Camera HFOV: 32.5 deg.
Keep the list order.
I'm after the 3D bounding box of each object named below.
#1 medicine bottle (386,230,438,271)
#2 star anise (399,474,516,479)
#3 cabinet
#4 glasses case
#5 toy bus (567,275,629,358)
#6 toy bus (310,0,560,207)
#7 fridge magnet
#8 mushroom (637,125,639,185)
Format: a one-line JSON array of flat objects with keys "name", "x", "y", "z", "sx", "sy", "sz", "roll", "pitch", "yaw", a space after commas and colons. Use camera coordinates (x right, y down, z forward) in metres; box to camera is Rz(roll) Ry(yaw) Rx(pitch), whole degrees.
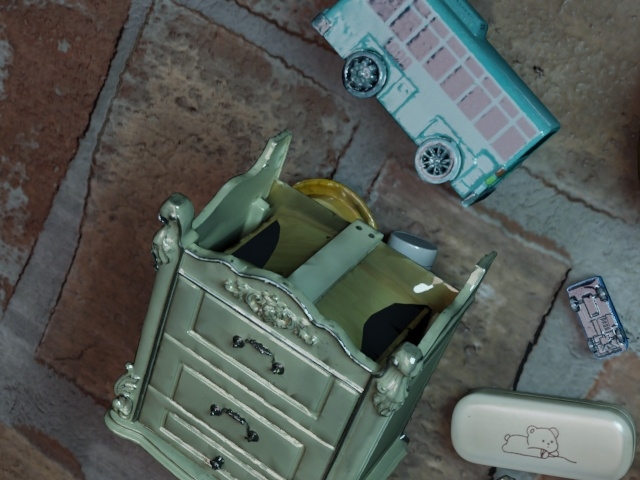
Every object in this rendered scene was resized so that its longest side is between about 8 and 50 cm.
[{"name": "medicine bottle", "x": 0.090, "y": 0.041, "z": 1.226, "sx": 0.058, "sy": 0.058, "sz": 0.091, "roll": 23, "pitch": 104, "yaw": 17}, {"name": "star anise", "x": 0.139, "y": 0.360, "z": 1.229, "sx": 0.209, "sy": 0.089, "sz": 0.231, "roll": 8, "pitch": 111, "yaw": 12}, {"name": "cabinet", "x": -0.026, "y": 0.108, "z": 1.133, "sx": 0.290, "sy": 0.227, "sz": 0.318, "roll": 33, "pitch": 129, "yaw": 14}, {"name": "glasses case", "x": 0.241, "y": 0.210, "z": 1.192, "sx": 0.196, "sy": 0.050, "sz": 0.083, "roll": 3, "pitch": 100, "yaw": 21}, {"name": "toy bus", "x": 0.295, "y": 0.081, "z": 1.160, "sx": 0.038, "sy": 0.046, "sz": 0.083, "roll": -24, "pitch": 85, "yaw": 21}, {"name": "toy bus", "x": 0.124, "y": -0.172, "z": 1.153, "sx": 0.147, "sy": 0.128, "sz": 0.256, "roll": -41, "pitch": 83, "yaw": 18}, {"name": "fridge magnet", "x": 0.000, "y": 0.000, "z": 1.253, "sx": 0.143, "sy": 0.063, "sz": 0.143, "roll": 8, "pitch": 107, "yaw": 27}, {"name": "mushroom", "x": 0.442, "y": -0.061, "z": 1.031, "sx": 0.301, "sy": 0.208, "sz": 0.233, "roll": 35, "pitch": 148, "yaw": 4}]
